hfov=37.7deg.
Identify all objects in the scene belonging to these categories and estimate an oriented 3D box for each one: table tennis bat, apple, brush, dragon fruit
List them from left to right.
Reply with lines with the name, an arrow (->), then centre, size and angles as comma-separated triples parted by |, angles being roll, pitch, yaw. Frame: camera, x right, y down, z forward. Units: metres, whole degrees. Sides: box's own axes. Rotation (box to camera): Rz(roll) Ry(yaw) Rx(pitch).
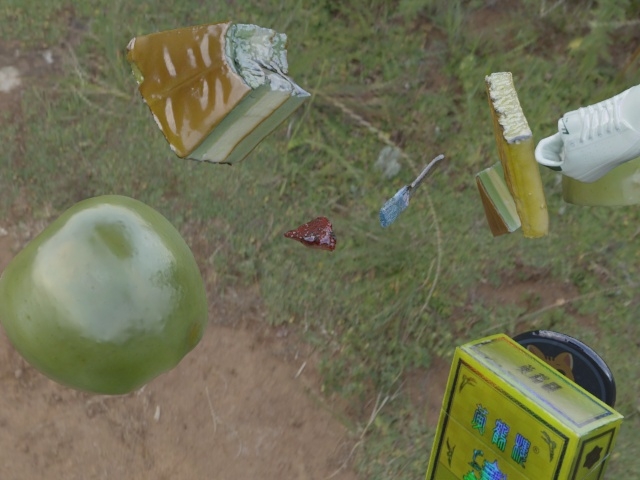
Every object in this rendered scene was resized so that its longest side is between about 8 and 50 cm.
apple -> -0.382, 0.103, 1.660 | 0.357, 0.357, 0.357 | 4, 63, -9
dragon fruit -> 0.001, 0.003, 1.762 | 0.097, 0.131, 0.063 | -23, 107, -23
brush -> 0.179, -0.104, 1.810 | 0.021, 0.070, 0.196 | 34, 67, 22
table tennis bat -> 0.304, 0.209, 1.202 | 0.150, 0.236, 0.027 | 10, 38, 30
apple -> 0.626, -0.148, 1.734 | 0.320, 0.360, 0.312 | 31, 94, -11

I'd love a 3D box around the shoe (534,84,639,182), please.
shoe -> 0.426, -0.167, 1.438 | 0.110, 0.265, 0.095 | 12, 65, -9

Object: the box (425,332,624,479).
box -> 0.163, 0.210, 0.814 | 0.064, 0.220, 0.141 | -12, 31, -34

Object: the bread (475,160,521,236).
bread -> 0.360, -0.084, 1.905 | 0.074, 0.084, 0.139 | -34, 94, -14

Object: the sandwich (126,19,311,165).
sandwich -> -0.154, -0.262, 1.406 | 0.155, 0.198, 0.227 | -1, 55, -58

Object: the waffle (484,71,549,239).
waffle -> 0.357, -0.157, 1.702 | 0.055, 0.221, 0.248 | -14, 36, 9
